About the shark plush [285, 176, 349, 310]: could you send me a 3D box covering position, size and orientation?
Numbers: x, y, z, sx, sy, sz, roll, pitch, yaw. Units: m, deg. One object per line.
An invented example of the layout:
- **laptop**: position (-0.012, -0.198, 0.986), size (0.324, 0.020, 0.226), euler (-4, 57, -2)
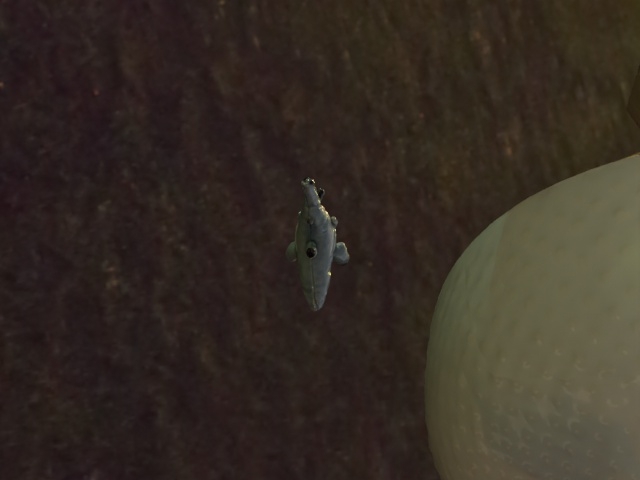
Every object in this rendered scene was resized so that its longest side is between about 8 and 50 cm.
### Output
- **shark plush**: position (0.000, 0.000, 1.164), size (0.067, 0.073, 0.161), euler (-77, 180, -47)

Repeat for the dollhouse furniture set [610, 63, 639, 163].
- **dollhouse furniture set**: position (0.316, -0.043, 0.916), size (0.212, 0.161, 0.242), euler (85, -17, -58)

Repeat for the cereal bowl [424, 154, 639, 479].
- **cereal bowl**: position (0.211, 0.116, 0.525), size (0.339, 0.338, 0.141), euler (54, 37, -38)
